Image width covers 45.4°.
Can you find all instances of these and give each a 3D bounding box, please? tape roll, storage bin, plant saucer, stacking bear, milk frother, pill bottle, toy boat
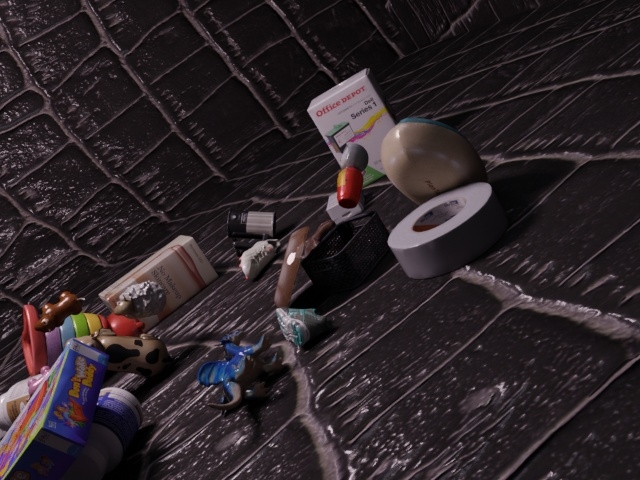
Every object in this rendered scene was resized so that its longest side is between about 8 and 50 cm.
[{"bbox_3d":[0.238,-0.020,1.432,0.219,0.072,0.219,-29,15,9],"label":"tape roll"},{"bbox_3d":[0.059,0.027,1.613,0.122,0.084,0.180,-17,21,44],"label":"storage bin"},{"bbox_3d":[-0.064,0.060,1.599,0.198,0.036,0.199,-166,90,-89],"label":"plant saucer"},{"bbox_3d":[-0.601,0.252,1.967,0.288,0.164,0.175,-6,-42,-29],"label":"stacking bear"},{"bbox_3d":[-0.200,-0.018,2.247,0.134,0.129,0.143,4,-12,3],"label":"milk frother"},{"bbox_3d":[-0.685,0.394,1.843,0.229,0.131,0.131,-22,19,35],"label":"pill bottle"},{"bbox_3d":[0.172,-0.160,1.581,0.318,0.267,0.148,-9,57,30],"label":"toy boat"},{"bbox_3d":[-0.412,0.370,1.426,0.112,0.112,0.187,-28,16,16],"label":"pill bottle"}]

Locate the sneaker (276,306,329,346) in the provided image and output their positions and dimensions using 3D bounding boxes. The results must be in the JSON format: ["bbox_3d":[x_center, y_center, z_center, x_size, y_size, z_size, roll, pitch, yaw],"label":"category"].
[{"bbox_3d":[-0.033,0.158,1.464,0.076,0.065,0.166,-19,15,-17],"label":"sneaker"}]

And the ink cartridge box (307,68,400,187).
[{"bbox_3d":[0.118,-0.316,2.179,0.201,0.278,0.117,-28,16,16],"label":"ink cartridge box"}]

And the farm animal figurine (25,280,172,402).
[{"bbox_3d":[-0.483,0.272,1.686,0.326,0.331,0.172,-8,3,-22],"label":"farm animal figurine"}]

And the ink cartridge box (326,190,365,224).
[{"bbox_3d":[0.068,-0.099,2.037,0.088,0.052,0.122,-28,17,14],"label":"ink cartridge box"}]

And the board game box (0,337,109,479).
[{"bbox_3d":[-0.509,0.374,1.350,0.347,0.078,0.233,-51,21,20],"label":"board game box"}]

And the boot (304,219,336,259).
[{"bbox_3d":[0.000,0.000,1.892,0.106,0.037,0.114,-44,11,7],"label":"boot"}]

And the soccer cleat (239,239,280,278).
[{"bbox_3d":[-0.161,0.041,2.034,0.076,0.068,0.196,-24,14,18],"label":"soccer cleat"}]

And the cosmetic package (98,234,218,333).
[{"bbox_3d":[-0.461,0.130,2.185,0.296,0.153,0.129,-40,19,-20],"label":"cosmetic package"}]

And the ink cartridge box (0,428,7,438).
[{"bbox_3d":[-0.868,0.489,2.040,0.104,0.060,0.180,-16,22,43],"label":"ink cartridge box"}]

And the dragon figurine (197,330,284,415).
[{"bbox_3d":[-0.159,0.247,1.356,0.144,0.085,0.289,-25,17,25],"label":"dragon figurine"}]
